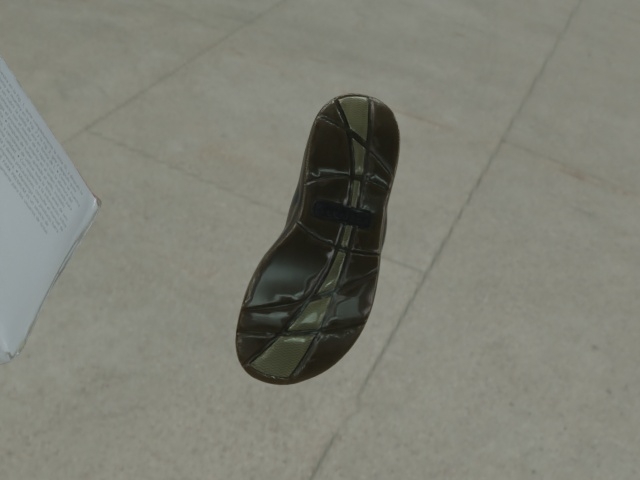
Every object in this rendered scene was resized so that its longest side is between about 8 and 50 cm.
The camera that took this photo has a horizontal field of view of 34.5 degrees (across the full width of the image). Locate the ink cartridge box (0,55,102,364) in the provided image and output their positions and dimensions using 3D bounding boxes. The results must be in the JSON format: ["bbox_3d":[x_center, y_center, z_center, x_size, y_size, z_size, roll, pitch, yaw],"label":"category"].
[{"bbox_3d":[-0.307,-0.066,0.470,0.272,0.309,0.130,-15,33,21],"label":"ink cartridge box"}]

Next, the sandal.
[{"bbox_3d":[0.000,0.000,0.749,0.090,0.219,0.060,15,-12,-6],"label":"sandal"}]
